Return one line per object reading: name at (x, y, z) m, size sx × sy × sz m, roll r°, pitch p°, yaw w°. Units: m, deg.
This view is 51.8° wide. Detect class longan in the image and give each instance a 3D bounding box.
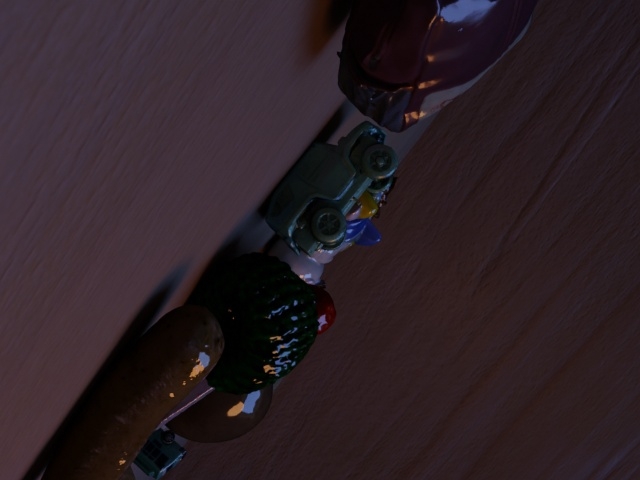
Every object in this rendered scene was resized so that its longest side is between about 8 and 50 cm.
longan at (-0.243, 0.340, 1.522) m, size 0.300 × 0.243 × 0.300 m, roll -20°, pitch 138°, yaw -19°

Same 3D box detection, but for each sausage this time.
sausage at (-0.326, 0.298, 1.066) m, size 0.500 × 0.136 × 0.123 m, roll -52°, pitch 156°, yaw 12°

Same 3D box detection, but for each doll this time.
doll at (0.006, 0.006, 1.610) m, size 0.366 × 0.187 × 0.376 m, roll -42°, pitch -157°, yaw 3°

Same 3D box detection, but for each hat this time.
hat at (-0.093, 0.141, 1.300) m, size 0.274 × 0.242 × 0.332 m, roll -36°, pitch 170°, yaw 34°

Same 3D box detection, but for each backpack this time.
backpack at (0.135, -0.288, 0.740) m, size 0.283 × 0.197 × 0.317 m, roll -50°, pitch 170°, yaw -6°

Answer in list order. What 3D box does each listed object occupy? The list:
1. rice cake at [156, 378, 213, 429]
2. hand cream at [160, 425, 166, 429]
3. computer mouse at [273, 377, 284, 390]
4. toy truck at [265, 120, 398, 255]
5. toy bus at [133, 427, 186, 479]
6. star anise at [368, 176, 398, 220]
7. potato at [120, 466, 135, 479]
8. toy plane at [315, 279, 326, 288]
rice cake at (-0.271, 0.305, 1.361) m, size 0.365 × 0.072 × 0.056 m, roll -32°, pitch 167°, yaw -14°
hand cream at (-0.468, 0.562, 2.116) m, size 0.080 × 0.050 × 0.234 m, roll -52°, pitch 170°, yaw 9°
computer mouse at (-0.193, 0.309, 1.768) m, size 0.429 × 0.228 × 0.145 m, roll -50°, pitch 167°, yaw 10°
toy truck at (0.024, -0.097, 1.253) m, size 0.278 × 0.156 × 0.155 m, roll -52°, pitch 175°, yaw -4°
toy bus at (-0.375, 0.437, 1.423) m, size 0.092 × 0.160 × 0.079 m, roll -46°, pitch 172°, yaw -36°
star anise at (0.094, -0.113, 1.882) m, size 0.346 × 0.148 × 0.237 m, roll -51°, pitch 153°, yaw 18°
potato at (-0.410, 0.540, 1.339) m, size 0.189 × 0.264 × 0.211 m, roll -44°, pitch 172°, yaw 22°
toy plane at (-0.082, 0.140, 1.696) m, size 0.197 × 0.053 × 0.078 m, roll -15°, pitch 177°, yaw -2°
